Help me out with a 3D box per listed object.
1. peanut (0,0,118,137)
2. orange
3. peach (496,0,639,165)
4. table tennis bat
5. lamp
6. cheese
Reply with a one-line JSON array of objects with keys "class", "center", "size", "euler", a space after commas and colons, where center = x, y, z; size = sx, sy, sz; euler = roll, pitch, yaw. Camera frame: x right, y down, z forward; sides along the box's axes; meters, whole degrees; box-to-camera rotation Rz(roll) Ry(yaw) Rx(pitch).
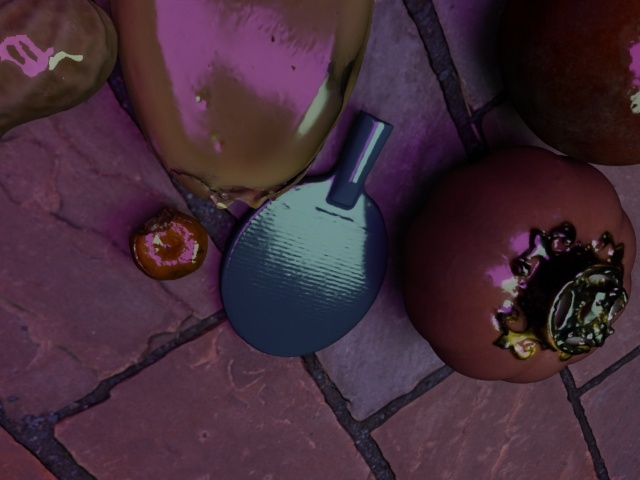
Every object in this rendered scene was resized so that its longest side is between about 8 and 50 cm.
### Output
[{"class": "peanut", "center": [-0.322, -0.133, 0.553], "size": [0.298, 0.120, 0.136], "euler": [-31, 127, 1]}, {"class": "orange", "center": [-0.168, 0.006, 0.708], "size": [0.086, 0.062, 0.086], "euler": [-1, 99, -8]}, {"class": "peach", "center": [0.316, -0.208, 0.703], "size": [0.252, 0.252, 0.252], "euler": [-7, 112, -18]}, {"class": "table tennis bat", "center": [0.000, 0.000, 0.781], "size": [0.215, 0.044, 0.329], "euler": [18, 105, -24]}, {"class": "lamp", "center": [0.252, 0.040, 0.776], "size": [0.305, 0.239, 0.305], "euler": [-7, 112, -17]}, {"class": "cheese", "center": [-0.074, -0.185, 0.639], "size": [0.260, 0.128, 0.315], "euler": [0, 105, -11]}]
